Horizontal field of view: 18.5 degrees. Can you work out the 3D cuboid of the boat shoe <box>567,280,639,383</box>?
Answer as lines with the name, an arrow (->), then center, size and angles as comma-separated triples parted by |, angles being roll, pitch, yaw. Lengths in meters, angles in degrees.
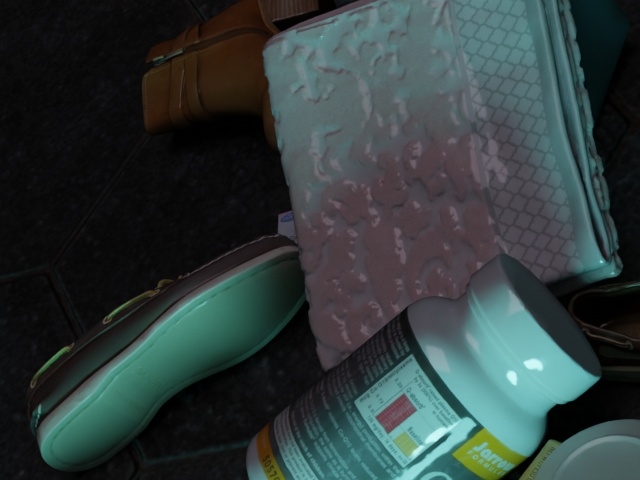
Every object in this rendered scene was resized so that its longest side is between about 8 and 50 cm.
boat shoe -> 0.326, 0.066, 1.624 | 0.257, 0.095, 0.095 | -10, 49, 26

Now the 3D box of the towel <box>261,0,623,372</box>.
towel -> 0.099, -0.078, 1.768 | 0.317, 0.053, 0.332 | -21, 70, 31

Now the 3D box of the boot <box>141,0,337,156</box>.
boot -> -0.096, -0.159, 2.080 | 0.220, 0.109, 0.283 | -18, 44, 18

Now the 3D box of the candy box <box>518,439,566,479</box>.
candy box -> 0.250, 0.294, 1.481 | 0.316, 0.087, 0.183 | 23, 67, 44

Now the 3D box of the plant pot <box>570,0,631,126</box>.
plant pot -> 0.165, -0.143, 1.863 | 0.165, 0.165, 0.234 | 4, 68, 35

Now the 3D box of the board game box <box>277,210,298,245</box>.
board game box -> 0.000, 0.000, 1.948 | 0.090, 0.020, 0.090 | -17, 47, 20

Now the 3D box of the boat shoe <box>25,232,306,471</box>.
boat shoe -> -0.150, 0.091, 1.902 | 0.324, 0.116, 0.097 | -39, 46, 6

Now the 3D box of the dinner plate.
dinner plate -> 0.224, 0.192, 1.516 | 0.141, 0.017, 0.141 | -17, 44, 17

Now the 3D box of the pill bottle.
pill bottle -> 0.086, 0.147, 1.625 | 0.278, 0.162, 0.162 | -40, 41, 15
